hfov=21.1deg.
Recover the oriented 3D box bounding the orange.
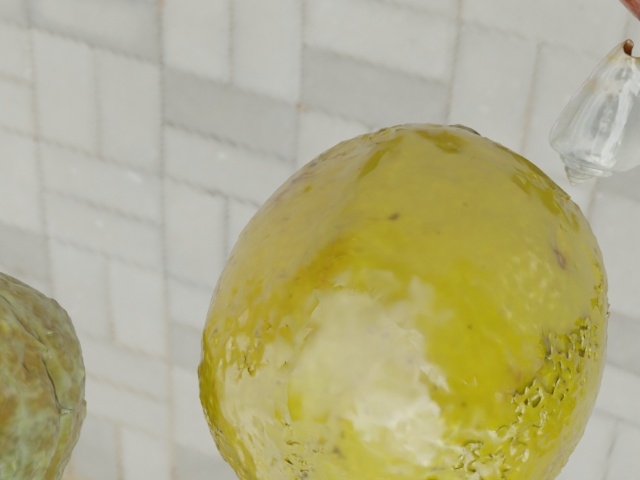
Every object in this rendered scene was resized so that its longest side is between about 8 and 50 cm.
[{"bbox_3d":[-0.365,0.165,1.502,0.210,0.368,0.271,37,118,51],"label":"orange"}]

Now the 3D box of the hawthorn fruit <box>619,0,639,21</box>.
[{"bbox_3d":[0.403,-0.282,1.734,0.242,0.242,0.272,0,125,30],"label":"hawthorn fruit"}]

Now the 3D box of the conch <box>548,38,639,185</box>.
[{"bbox_3d":[0.314,-0.134,1.875,0.104,0.094,0.176,31,105,23],"label":"conch"}]

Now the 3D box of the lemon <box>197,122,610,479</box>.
[{"bbox_3d":[0.056,0.057,1.096,0.258,0.310,0.258,18,151,11],"label":"lemon"}]
